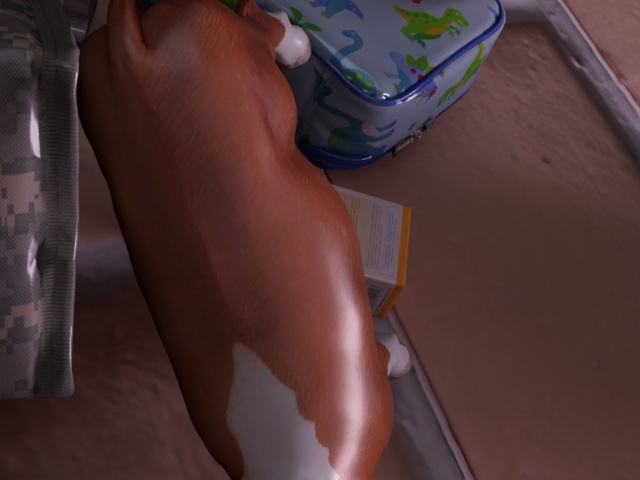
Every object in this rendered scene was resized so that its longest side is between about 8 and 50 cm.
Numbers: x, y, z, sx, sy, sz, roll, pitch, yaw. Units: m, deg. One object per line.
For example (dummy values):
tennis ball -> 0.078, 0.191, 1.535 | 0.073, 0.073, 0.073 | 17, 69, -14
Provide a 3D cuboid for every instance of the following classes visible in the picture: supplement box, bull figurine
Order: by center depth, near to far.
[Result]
bull figurine -> -0.024, 0.033, 0.497 | 0.101, 0.310, 0.188 | -11, 12, 12
supplement box -> 0.000, 0.000, 0.631 | 0.098, 0.036, 0.062 | 17, 51, -9

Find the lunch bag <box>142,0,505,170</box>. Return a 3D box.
lunch bag -> 0.002, -0.159, 0.718 | 0.219, 0.090, 0.176 | 41, 52, 11

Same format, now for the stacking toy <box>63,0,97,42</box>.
stacking toy -> -0.214, -0.235, 0.718 | 0.167, 0.052, 0.221 | 15, 50, -10

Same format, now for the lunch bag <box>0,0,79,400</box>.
lunch bag -> -0.236, -0.050, 0.485 | 0.235, 0.168, 0.287 | -1, 24, -17
